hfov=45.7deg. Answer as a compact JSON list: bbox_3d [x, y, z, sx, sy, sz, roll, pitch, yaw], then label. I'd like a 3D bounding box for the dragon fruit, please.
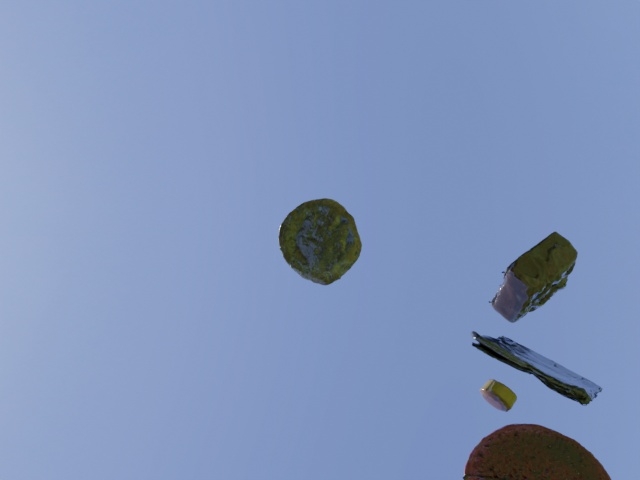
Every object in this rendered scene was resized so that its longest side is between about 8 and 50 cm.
[{"bbox_3d":[0.371,0.412,1.298,0.163,0.262,0.189,81,-160,-64],"label":"dragon fruit"}]

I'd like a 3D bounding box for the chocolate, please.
[{"bbox_3d":[0.478,0.084,1.669,0.214,0.093,0.148,-28,-31,-33],"label":"chocolate"}]

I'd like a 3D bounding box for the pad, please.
[{"bbox_3d":[0.312,0.179,1.084,0.022,0.174,0.233,-64,-24,4],"label":"pad"}]

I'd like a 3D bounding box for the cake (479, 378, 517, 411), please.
[{"bbox_3d":[0.412,0.360,1.757,0.044,0.084,0.084,-48,-60,-17],"label":"cake"}]

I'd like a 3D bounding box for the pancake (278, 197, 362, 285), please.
[{"bbox_3d":[0.000,0.000,1.200,0.022,0.140,0.139,8,-96,-71],"label":"pancake"}]
